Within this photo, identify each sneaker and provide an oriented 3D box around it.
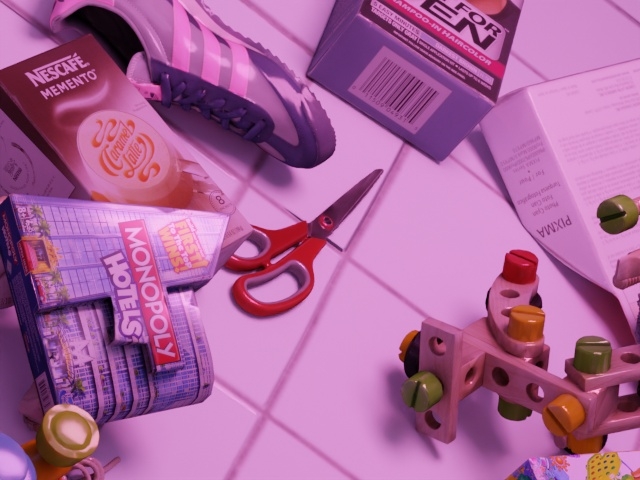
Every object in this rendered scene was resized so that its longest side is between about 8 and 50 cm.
[{"bbox_3d":[-0.133,-0.160,1.917,0.319,0.112,0.131,39,56,0],"label":"sneaker"}]

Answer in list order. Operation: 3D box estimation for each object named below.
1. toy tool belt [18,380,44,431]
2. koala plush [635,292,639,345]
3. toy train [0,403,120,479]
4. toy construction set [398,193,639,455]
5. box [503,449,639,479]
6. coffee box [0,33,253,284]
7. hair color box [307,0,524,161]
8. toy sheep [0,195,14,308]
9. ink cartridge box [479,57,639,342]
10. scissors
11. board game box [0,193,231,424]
[{"bbox_3d":[-0.218,0.133,1.618,0.051,0.052,0.083,62,35,-27],"label":"toy tool belt"},{"bbox_3d":[0.464,0.092,2.068,0.221,0.196,0.203,-27,79,-43],"label":"koala plush"},{"bbox_3d":[-0.216,0.175,1.499,0.248,0.143,0.105,-23,72,-48],"label":"toy train"},{"bbox_3d":[0.217,0.103,1.817,0.237,0.309,0.257,-18,59,-41],"label":"toy construction set"},{"bbox_3d":[0.224,0.323,1.612,0.279,0.290,0.177,2,53,-39],"label":"box"},{"bbox_3d":[-0.201,-0.053,1.750,0.246,0.098,0.141,49,41,8],"label":"coffee box"},{"bbox_3d":[0.128,-0.279,2.210,0.185,0.113,0.374,32,40,-11],"label":"hair color box"},{"bbox_3d":[-0.282,0.015,1.634,0.132,0.091,0.091,41,37,25],"label":"toy sheep"},{"bbox_3d":[0.371,-0.014,2.224,0.308,0.091,0.385,-17,83,-47],"label":"ink cartridge box"},{"bbox_3d":[0.000,0.000,1.933,0.297,0.021,0.109,-21,67,-48],"label":"scissors"},{"bbox_3d":[-0.156,0.046,1.604,0.194,0.060,0.194,-10,76,-29],"label":"board game box"}]
